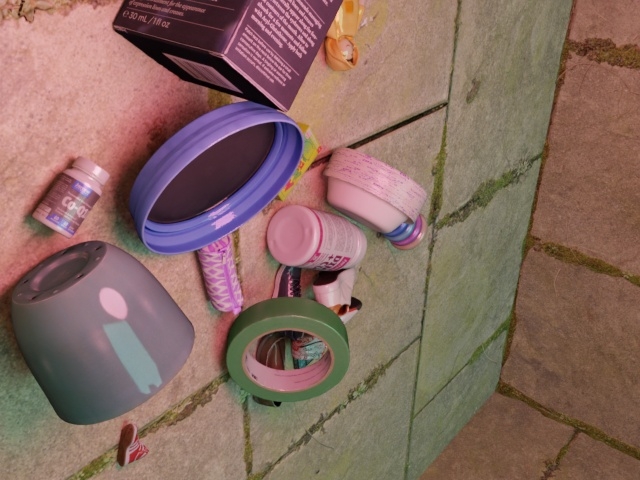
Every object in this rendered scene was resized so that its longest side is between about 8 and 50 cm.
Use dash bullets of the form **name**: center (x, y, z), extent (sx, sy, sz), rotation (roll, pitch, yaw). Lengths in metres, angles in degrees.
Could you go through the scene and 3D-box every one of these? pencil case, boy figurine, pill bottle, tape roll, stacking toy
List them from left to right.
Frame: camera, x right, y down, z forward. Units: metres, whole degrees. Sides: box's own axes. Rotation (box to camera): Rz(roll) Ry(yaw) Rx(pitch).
- **pill bottle**: center (-0.446, -0.079, 1.188), extent (0.137, 0.078, 0.078), rotation (-59, 146, -11)
- **pencil case**: center (-0.234, 0.076, 1.568), extent (0.086, 0.088, 0.206), rotation (-38, 138, -33)
- **tape roll**: center (-0.084, 0.291, 1.727), extent (0.077, 0.322, 0.321), rotation (-95, 180, -54)
- **pill bottle**: center (0.000, 0.000, 1.780), extent (0.283, 0.160, 0.160), rotation (10, 101, -56)
- **boy figurine**: center (0.053, -0.552, 1.588), extent (0.177, 0.092, 0.285), rotation (-19, 121, -51)
- **stacking toy**: center (0.206, -0.084, 2.065), extent (0.330, 0.141, 0.141), rotation (31, 83, -50)

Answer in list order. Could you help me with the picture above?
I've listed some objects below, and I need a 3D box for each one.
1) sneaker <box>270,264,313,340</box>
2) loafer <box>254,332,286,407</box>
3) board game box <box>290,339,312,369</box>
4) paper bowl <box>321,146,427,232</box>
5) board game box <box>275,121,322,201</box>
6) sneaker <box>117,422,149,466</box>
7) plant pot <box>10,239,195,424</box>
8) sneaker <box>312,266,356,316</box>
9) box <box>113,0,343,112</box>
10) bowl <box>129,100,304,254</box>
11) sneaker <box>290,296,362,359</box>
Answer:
- **sneaker**: center (-0.055, 0.163, 1.803), extent (0.086, 0.163, 0.226), rotation (9, 101, -54)
- **loafer**: center (-0.128, 0.373, 1.893), extent (0.094, 0.087, 0.251), rotation (-22, 127, -47)
- **board game box**: center (-0.040, 0.300, 2.028), extent (0.126, 0.026, 0.186), rotation (-36, 136, -37)
- **paper bowl**: center (0.134, -0.122, 1.781), extent (0.148, 0.284, 0.284), rotation (-62, 146, -4)
- **board game box**: center (-0.075, -0.198, 1.663), extent (0.181, 0.043, 0.092), rotation (-55, 145, -17)
- **sneaker**: center (-0.438, 0.477, 1.566), extent (0.067, 0.042, 0.118), rotation (-5, 121, -49)
- **plant pot**: center (-0.411, 0.144, 1.199), extent (0.293, 0.293, 0.235), rotation (-43, 125, -31)
- **sneaker**: center (0.043, 0.150, 1.913), extent (0.290, 0.106, 0.123), rotation (-35, 114, -69)
- **box**: center (-0.131, -0.478, 1.191), extent (0.212, 0.294, 0.395), rotation (31, 83, -57)
- **bowl**: center (-0.209, -0.126, 1.346), extent (0.391, 0.077, 0.391), rotation (-35, 163, -13)
- **sneaker**: center (0.014, 0.264, 1.977), extent (0.270, 0.090, 0.144), rotation (-19, 125, -44)
